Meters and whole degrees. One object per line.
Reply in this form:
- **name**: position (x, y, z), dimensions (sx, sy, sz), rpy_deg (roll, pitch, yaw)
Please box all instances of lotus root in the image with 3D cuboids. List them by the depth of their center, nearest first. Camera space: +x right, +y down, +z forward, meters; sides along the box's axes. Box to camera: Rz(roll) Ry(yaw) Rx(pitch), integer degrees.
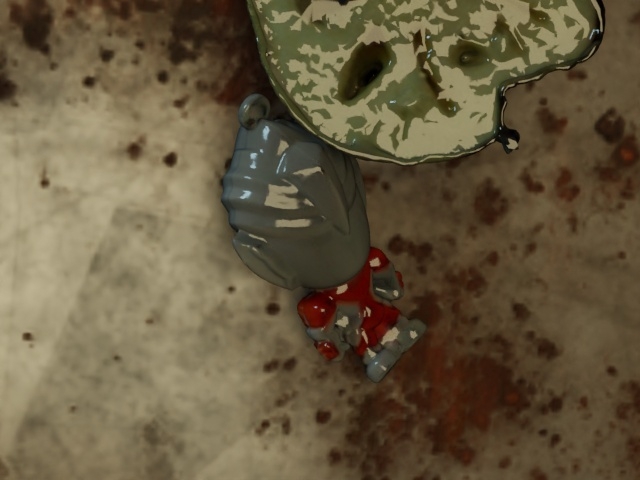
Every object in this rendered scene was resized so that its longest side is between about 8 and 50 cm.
- **lotus root**: position (0.051, -0.136, 0.730), dimensions (0.183, 0.078, 0.203), rpy_deg (-11, 85, -3)

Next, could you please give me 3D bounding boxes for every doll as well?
- **doll**: position (0.000, 0.000, 0.735), dimensions (0.094, 0.079, 0.180), rpy_deg (-42, 113, -27)
